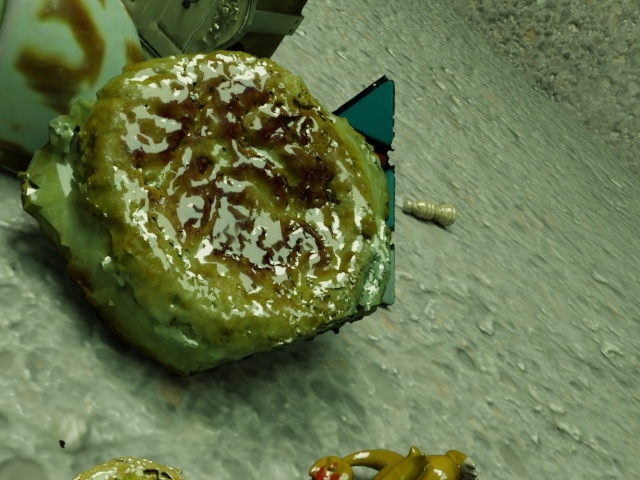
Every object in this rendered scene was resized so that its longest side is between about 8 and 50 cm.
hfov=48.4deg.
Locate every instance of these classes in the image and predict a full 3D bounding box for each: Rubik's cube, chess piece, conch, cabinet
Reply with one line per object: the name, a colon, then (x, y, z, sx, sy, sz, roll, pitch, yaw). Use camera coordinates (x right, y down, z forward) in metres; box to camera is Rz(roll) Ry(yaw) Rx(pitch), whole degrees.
Rubik's cube: (0.000, 0.000, 0.840, 0.250, 0.284, 0.234, -39, 99, -34)
chess piece: (0.168, -0.047, 1.116, 0.092, 0.035, 0.035, 11, 38, -30)
conch: (-0.314, -0.199, 0.682, 0.367, 0.197, 0.250, 6, 58, -36)
cabinet: (-0.152, -0.374, 0.996, 0.318, 0.290, 0.227, 47, 27, 13)

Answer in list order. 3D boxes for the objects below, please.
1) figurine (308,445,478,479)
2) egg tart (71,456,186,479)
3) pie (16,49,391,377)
figurine: (0.031, 0.214, 0.565, 0.176, 0.122, 0.122, -13, 26, -41)
egg tart: (-0.120, 0.203, 0.452, 0.128, 0.049, 0.129, 24, 38, -20)
pie: (-0.081, -0.036, 0.659, 0.354, 0.103, 0.289, -12, 77, -27)
